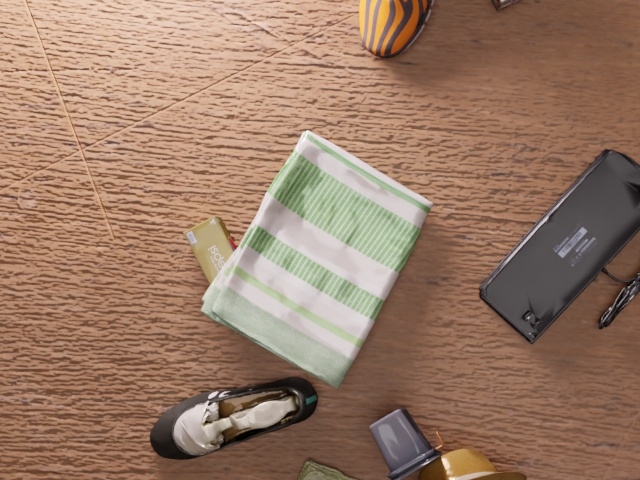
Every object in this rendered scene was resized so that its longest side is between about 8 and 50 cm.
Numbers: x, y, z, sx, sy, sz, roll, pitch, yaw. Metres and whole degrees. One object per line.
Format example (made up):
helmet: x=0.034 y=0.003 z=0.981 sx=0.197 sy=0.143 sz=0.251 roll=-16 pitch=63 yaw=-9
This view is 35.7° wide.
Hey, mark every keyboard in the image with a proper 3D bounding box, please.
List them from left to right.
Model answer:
keyboard: x=0.417 y=0.030 z=1.532 sx=0.201 sy=0.033 sz=0.317 roll=43 pitch=94 yaw=9

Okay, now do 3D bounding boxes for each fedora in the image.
fedora: x=0.211 y=0.367 z=1.501 sx=0.194 sy=0.194 sz=0.079 roll=-23 pitch=57 yaw=4

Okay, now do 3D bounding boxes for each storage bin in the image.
storage bin: x=0.129 y=0.303 z=1.510 sx=0.098 sy=0.135 sz=0.091 roll=-31 pitch=79 yaw=4

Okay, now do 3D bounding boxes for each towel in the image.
towel: x=-0.002 y=0.026 z=1.519 sx=0.248 sy=0.038 sz=0.325 roll=30 pitch=83 yaw=-3
towel: x=-0.001 y=0.430 z=1.569 sx=0.110 sy=0.027 sz=0.148 roll=24 pitch=91 yaw=3

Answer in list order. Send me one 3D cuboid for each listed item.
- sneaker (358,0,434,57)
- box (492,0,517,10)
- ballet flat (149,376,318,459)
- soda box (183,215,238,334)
sneaker: x=0.106 y=-0.426 z=1.450 sx=0.124 sy=0.180 sz=0.321 roll=21 pitch=107 yaw=19
box: x=0.234 y=-0.513 z=1.522 sx=0.067 sy=0.063 sz=0.324 roll=-26 pitch=89 yaw=3
ballet flat: x=-0.143 y=0.275 z=1.543 sx=0.280 sy=0.096 sz=0.095 roll=-20 pitch=90 yaw=5
soda box: x=-0.144 y=0.054 z=1.558 sx=0.058 sy=0.061 sz=0.181 roll=-27 pitch=88 yaw=4
